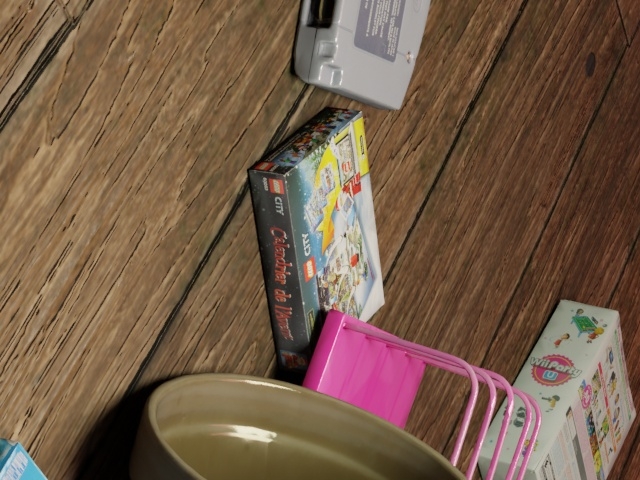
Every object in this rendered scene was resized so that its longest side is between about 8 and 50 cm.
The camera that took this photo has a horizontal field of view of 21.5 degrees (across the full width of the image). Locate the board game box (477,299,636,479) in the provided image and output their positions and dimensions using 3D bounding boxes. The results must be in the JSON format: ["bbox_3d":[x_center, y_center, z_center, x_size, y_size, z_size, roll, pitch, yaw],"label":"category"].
[{"bbox_3d":[0.335,0.270,2.355,0.303,0.097,0.224,-54,142,-36],"label":"board game box"}]

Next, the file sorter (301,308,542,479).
[{"bbox_3d":[0.103,0.216,1.793,0.290,0.182,0.202,29,80,-66],"label":"file sorter"}]

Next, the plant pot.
[{"bbox_3d":[-0.044,0.317,1.535,0.323,0.323,0.280,-9,121,-59],"label":"plant pot"}]

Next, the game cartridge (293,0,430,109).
[{"bbox_3d":[0.058,-0.291,1.761,0.196,0.060,0.294,12,87,-57],"label":"game cartridge"}]

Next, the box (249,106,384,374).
[{"bbox_3d":[0.000,0.000,1.745,0.159,0.044,0.233,-41,132,-48],"label":"box"}]

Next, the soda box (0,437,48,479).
[{"bbox_3d":[-0.242,0.240,1.363,0.067,0.071,0.210,-61,145,-32],"label":"soda box"}]
